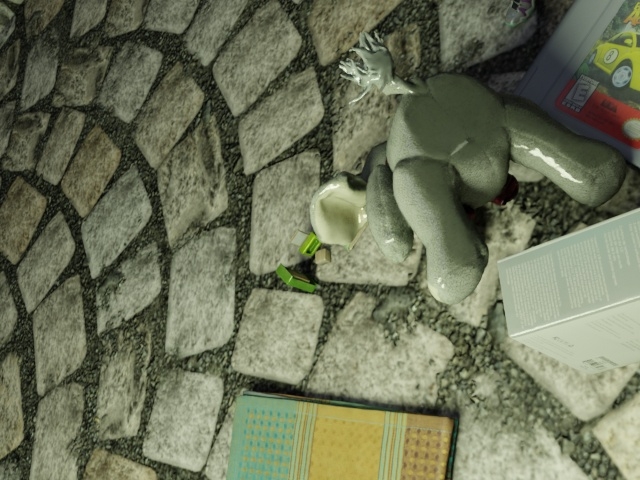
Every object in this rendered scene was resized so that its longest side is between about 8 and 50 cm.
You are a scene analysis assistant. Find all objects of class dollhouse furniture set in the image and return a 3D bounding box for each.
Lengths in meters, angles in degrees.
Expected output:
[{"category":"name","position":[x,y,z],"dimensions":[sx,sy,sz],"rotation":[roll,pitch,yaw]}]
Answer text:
[{"category":"dollhouse furniture set","position":[0.000,0.000,1.272],"dimensions":[0.152,0.058,0.076],"rotation":[-55,45,11]}]

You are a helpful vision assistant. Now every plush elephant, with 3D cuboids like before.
[{"category":"plush elephant","position":[0.137,-0.068,1.048],"dimensions":[0.272,0.255,0.330],"rotation":[-39,74,-17]}]

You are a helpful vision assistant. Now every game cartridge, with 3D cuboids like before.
[{"category":"game cartridge","position":[0.376,-0.189,1.002],"dimensions":[0.196,0.060,0.294],"rotation":[-55,45,6]}]

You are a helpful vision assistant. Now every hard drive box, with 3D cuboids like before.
[{"category":"hard drive box","position":[0.325,0.047,0.854],"dimensions":[0.232,0.181,0.089],"rotation":[-23,57,34]}]

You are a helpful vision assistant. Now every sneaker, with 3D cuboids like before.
[{"category":"sneaker","position":[0.268,-0.342,1.156],"dimensions":[0.098,0.069,0.038],"rotation":[-57,44,9]}]

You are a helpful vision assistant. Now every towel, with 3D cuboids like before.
[{"category":"towel","position":[0.006,0.347,1.134],"dimensions":[0.370,0.040,0.271],"rotation":[-3,71,41]}]
